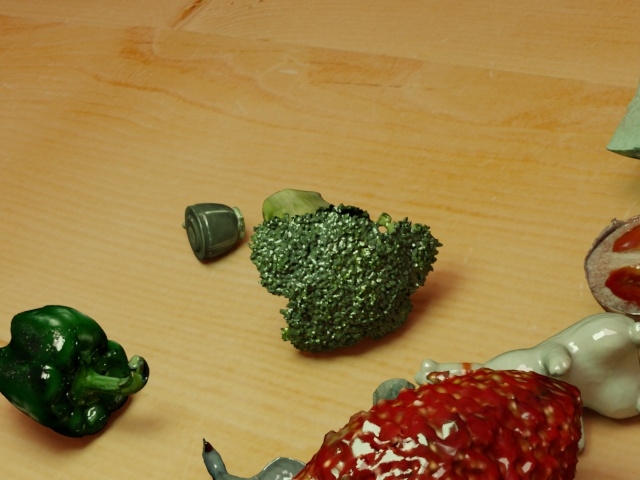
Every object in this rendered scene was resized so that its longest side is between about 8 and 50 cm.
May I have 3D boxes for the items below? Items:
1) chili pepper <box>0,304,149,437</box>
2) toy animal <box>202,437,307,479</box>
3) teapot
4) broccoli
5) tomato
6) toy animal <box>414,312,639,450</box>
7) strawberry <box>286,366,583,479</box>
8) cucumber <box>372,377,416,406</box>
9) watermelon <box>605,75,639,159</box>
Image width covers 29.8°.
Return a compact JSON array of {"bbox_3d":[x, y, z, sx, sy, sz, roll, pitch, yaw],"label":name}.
[{"bbox_3d":[-0.343,0.187,1.671,0.261,0.174,0.165,15,51,43],"label":"chili pepper"},{"bbox_3d":[-0.080,0.337,1.461,0.239,0.176,0.255,-28,72,-8],"label":"toy animal"},{"bbox_3d":[-0.172,-0.029,1.950,0.091,0.092,0.124,-13,40,-21],"label":"teapot"},{"bbox_3d":[-0.019,0.013,1.759,0.252,0.221,0.361,-31,28,-27],"label":"broccoli"},{"bbox_3d":[0.451,0.054,1.571,0.199,0.112,0.228,-4,37,30],"label":"tomato"},{"bbox_3d":[0.270,0.180,1.467,0.282,0.140,0.138,-18,25,-8],"label":"toy animal"},{"bbox_3d":[0.127,0.263,1.319,0.292,0.292,0.343,12,41,33],"label":"strawberry"},{"bbox_3d":[0.098,0.232,1.536,0.064,0.064,0.112,-10,40,10],"label":"cucumber"},{"bbox_3d":[0.586,-0.246,1.741,0.387,0.258,0.228,-21,-6,0],"label":"watermelon"}]
